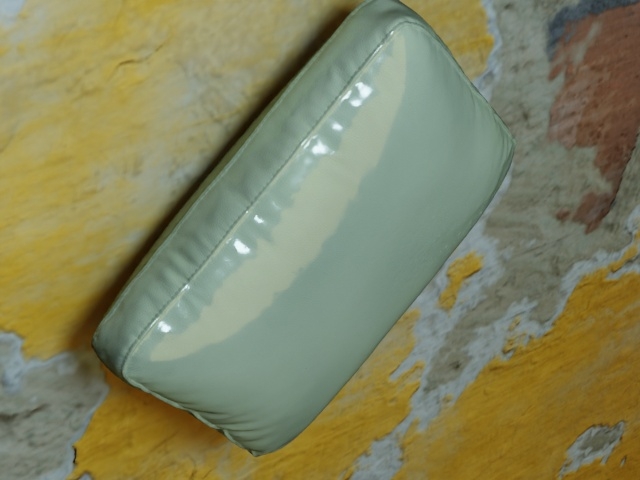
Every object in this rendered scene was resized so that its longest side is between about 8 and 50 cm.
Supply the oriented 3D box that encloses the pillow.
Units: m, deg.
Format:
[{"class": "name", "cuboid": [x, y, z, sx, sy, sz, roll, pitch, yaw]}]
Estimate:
[{"class": "pillow", "cuboid": [0.000, 0.000, 1.252, 0.322, 0.120, 0.255, -50, 147, -1]}]
